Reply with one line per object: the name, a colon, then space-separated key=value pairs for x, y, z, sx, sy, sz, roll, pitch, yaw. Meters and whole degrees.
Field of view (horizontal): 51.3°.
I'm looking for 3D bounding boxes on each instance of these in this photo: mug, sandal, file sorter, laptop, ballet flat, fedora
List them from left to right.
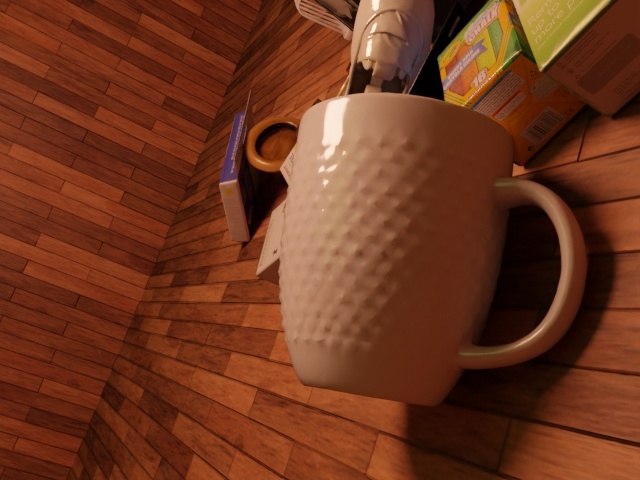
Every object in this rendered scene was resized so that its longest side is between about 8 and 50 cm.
fedora: x=-0.107 y=-0.240 z=1.763 sx=0.079 sy=0.194 sz=0.194 roll=82 pitch=-165 yaw=-55
sandal: x=-0.016 y=-0.315 z=1.738 sx=0.072 sy=0.049 sz=0.180 roll=-44 pitch=15 yaw=31
file sorter: x=0.031 y=-0.695 z=1.809 sx=0.278 sy=0.173 sz=0.193 roll=-100 pitch=33 yaw=-59
ballet flat: x=0.100 y=-0.264 z=1.140 sx=0.139 sy=0.139 sz=0.401 roll=-99 pitch=22 yaw=-55
laptop: x=0.164 y=-0.254 z=1.123 sx=0.234 sy=0.136 sz=0.264 roll=-62 pitch=22 yaw=7
mug: x=0.122 y=0.028 z=0.799 sx=0.373 sy=0.276 sz=0.328 roll=2 pitch=76 yaw=35

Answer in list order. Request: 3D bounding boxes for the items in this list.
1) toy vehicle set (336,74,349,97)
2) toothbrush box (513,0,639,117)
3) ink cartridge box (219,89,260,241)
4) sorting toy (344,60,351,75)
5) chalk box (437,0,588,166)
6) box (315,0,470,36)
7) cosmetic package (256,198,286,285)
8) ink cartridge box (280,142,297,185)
toy vehicle set: x=0.086 y=-0.359 z=1.464 sx=0.166 sy=0.035 sz=0.267 roll=-60 pitch=8 yaw=16
toothbrush box: x=0.348 y=-0.321 z=0.795 sx=0.206 sy=0.122 sz=0.283 roll=-47 pitch=27 yaw=38
ink cartridge box: x=-0.225 y=-0.208 z=1.867 sx=0.307 sy=0.072 sz=0.304 roll=84 pitch=-172 yaw=-47
sorting toy: x=0.093 y=-0.436 z=1.612 sx=0.102 sy=0.042 sz=0.061 roll=-55 pitch=24 yaw=24
chalk box: x=0.252 y=-0.233 z=0.904 sx=0.132 sy=0.132 sz=0.213 roll=-48 pitch=28 yaw=37
box: x=0.060 y=-0.656 z=1.306 sx=0.298 sy=0.471 sz=0.480 roll=-57 pitch=22 yaw=5
cosmetic package: x=0.000 y=0.000 z=1.210 sx=0.183 sy=0.151 sz=0.151 roll=-37 pitch=34 yaw=51
ink cartridge box: x=-0.001 y=-0.176 z=1.462 sx=0.175 sy=0.072 sz=0.127 roll=-54 pitch=45 yaw=27
